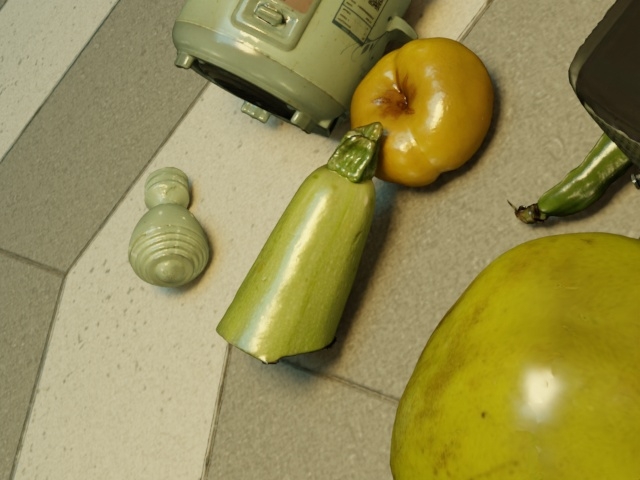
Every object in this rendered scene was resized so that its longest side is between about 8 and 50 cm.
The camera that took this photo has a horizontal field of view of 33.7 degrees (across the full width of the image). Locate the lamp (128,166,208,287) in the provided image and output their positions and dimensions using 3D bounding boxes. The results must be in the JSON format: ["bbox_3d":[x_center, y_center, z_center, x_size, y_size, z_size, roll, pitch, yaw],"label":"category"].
[{"bbox_3d":[-0.204,-0.017,1.418,0.106,0.106,0.193,-36,37,20],"label":"lamp"}]

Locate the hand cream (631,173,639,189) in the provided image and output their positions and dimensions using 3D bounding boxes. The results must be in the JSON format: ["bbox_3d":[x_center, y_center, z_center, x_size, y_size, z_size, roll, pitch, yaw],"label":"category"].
[{"bbox_3d":[0.349,-0.075,1.015,0.102,0.022,0.035,-24,49,24],"label":"hand cream"}]

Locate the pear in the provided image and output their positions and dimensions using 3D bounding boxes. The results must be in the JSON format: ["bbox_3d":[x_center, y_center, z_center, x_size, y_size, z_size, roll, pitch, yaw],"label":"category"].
[{"bbox_3d":[0.192,0.148,0.854,0.375,0.287,0.287,-19,54,51],"label":"pear"}]

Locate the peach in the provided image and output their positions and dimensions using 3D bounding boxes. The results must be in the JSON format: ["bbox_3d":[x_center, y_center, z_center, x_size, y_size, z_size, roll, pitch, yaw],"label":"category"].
[{"bbox_3d":[0.113,-0.144,1.202,0.179,0.103,0.179,-21,57,35],"label":"peach"}]

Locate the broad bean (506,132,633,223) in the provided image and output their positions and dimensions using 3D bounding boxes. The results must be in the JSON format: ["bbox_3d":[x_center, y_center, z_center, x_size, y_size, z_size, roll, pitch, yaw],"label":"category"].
[{"bbox_3d":[0.312,-0.123,1.043,0.318,0.056,0.098,-40,32,17],"label":"broad bean"}]

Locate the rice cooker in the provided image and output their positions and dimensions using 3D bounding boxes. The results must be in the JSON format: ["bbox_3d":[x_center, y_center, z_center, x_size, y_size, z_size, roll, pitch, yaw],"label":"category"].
[{"bbox_3d":[-0.025,-0.295,1.304,0.316,0.264,0.317,0,85,5],"label":"rice cooker"}]

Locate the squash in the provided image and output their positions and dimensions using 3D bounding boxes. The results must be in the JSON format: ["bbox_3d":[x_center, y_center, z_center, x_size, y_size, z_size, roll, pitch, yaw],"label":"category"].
[{"bbox_3d":[0.005,0.003,1.187,0.137,0.137,0.287,26,89,46],"label":"squash"}]

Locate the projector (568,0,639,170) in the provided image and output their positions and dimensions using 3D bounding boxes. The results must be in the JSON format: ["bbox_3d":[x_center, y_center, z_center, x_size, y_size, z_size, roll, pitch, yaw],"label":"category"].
[{"bbox_3d":[0.466,-0.145,0.794,0.395,0.242,0.405,-53,43,6],"label":"projector"}]
